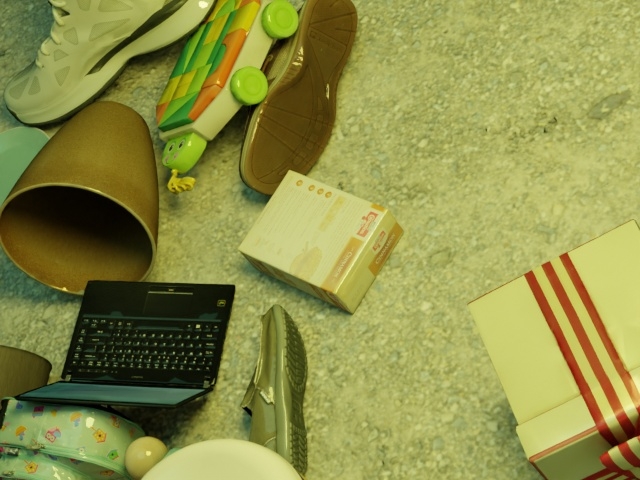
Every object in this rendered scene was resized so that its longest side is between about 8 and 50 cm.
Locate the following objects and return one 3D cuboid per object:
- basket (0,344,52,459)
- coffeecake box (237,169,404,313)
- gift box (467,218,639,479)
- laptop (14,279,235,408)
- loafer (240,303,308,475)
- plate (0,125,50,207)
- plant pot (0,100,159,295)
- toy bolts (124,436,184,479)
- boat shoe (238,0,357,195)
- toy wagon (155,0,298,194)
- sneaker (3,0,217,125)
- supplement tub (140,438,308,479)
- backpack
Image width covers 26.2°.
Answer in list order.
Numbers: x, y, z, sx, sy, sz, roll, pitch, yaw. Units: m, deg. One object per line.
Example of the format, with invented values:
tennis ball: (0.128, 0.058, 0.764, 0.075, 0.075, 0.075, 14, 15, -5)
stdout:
basket: (-0.492, 0.278, 1.958, 0.154, 0.204, 0.227, -39, 45, 52)
coffeecake box: (0.000, 0.000, 1.935, 0.185, 0.068, 0.142, 23, 74, 35)
gift box: (0.349, 0.154, 1.551, 0.276, 0.255, 0.258, -30, 50, 16)
laptop: (-0.265, 0.139, 1.905, 0.234, 0.136, 0.264, 2, 57, 13)
loafer: (-0.071, 0.202, 1.834, 0.087, 0.094, 0.251, -11, 58, 16)
plate: (-0.517, -0.106, 2.289, 0.188, 0.024, 0.188, -13, 57, 21)
plant pot: (-0.343, -0.085, 2.084, 0.237, 0.237, 0.254, -13, 42, 20)
toy bolts: (-0.223, 0.354, 1.746, 0.158, 0.218, 0.228, 27, 68, 13)
boat shoe: (-0.050, -0.220, 2.080, 0.123, 0.123, 0.342, -10, 59, 58)
toy wagon: (-0.166, -0.233, 2.085, 0.267, 0.068, 0.344, -9, 53, 57)
sneaker: (-0.403, -0.373, 2.200, 0.447, 0.257, 0.169, -29, 40, 27)
supplement tub: (-0.061, 0.388, 1.568, 0.241, 0.331, 0.241, -12, 57, 20)
backpack: (-0.340, 0.288, 1.874, 0.188, 0.166, 0.144, -7, 60, 25)
